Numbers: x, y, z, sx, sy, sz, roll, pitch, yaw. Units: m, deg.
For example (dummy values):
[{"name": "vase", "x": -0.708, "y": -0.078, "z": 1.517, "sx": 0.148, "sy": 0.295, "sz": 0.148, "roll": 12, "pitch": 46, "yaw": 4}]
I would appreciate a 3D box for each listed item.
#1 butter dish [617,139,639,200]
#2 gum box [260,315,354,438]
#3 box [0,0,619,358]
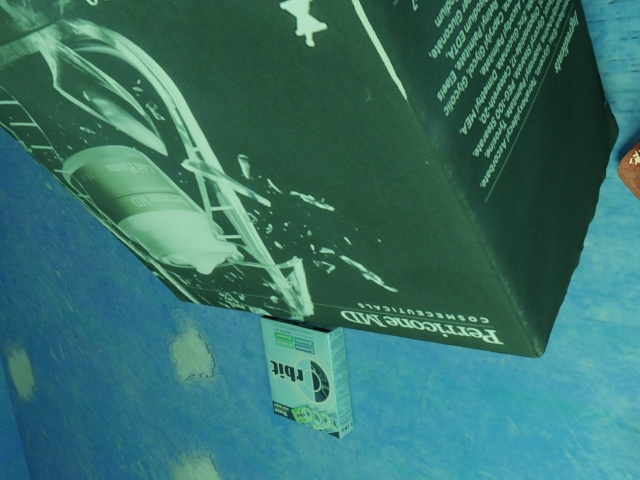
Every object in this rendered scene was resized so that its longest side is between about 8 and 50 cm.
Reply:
[{"name": "butter dish", "x": 0.350, "y": -0.050, "z": 0.526, "sx": 0.160, "sy": 0.118, "sz": 0.160, "roll": 53, "pitch": 132, "yaw": 16}, {"name": "gum box", "x": -0.023, "y": 0.220, "z": 1.029, "sx": 0.157, "sy": 0.041, "sz": 0.184, "roll": 5, "pitch": 107, "yaw": 42}, {"name": "box", "x": -0.051, "y": -0.169, "z": 0.562, "sx": 0.479, "sy": 0.297, "sz": 0.472, "roll": 2, "pitch": 142, "yaw": 41}]
